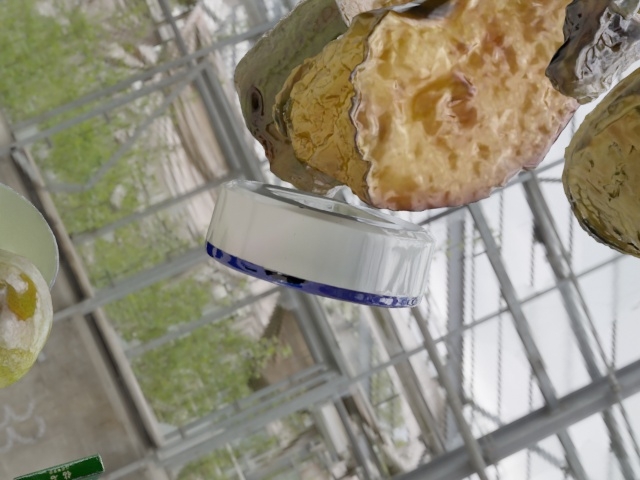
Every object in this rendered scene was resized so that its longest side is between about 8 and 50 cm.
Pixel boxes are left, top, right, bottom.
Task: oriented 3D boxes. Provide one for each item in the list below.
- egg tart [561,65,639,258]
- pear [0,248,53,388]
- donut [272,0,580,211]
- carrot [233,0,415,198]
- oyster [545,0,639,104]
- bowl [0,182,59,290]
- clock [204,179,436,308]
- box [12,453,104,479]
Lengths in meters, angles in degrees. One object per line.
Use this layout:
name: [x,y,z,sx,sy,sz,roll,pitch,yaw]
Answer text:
egg tart: [0.553,-0.073,1.345,0.443,0.443,0.178,77,14,-51]
pear: [-0.312,0.068,0.895,0.141,0.141,0.104,66,-20,-2]
donut: [0.095,-0.263,0.875,0.163,0.377,0.435,25,-48,67]
carrot: [0.051,-0.215,1.260,0.241,0.340,0.241,42,25,-25]
oyster: [0.199,-0.207,0.481,0.078,0.345,0.129,30,-10,30]
bowl: [-0.510,0.034,1.413,0.126,0.237,0.238,-42,-114,39]
clock: [0.000,0.000,1.003,0.230,0.230,0.083,-144,-115,-74]
box: [-0.421,0.389,1.513,0.235,0.132,0.034,-47,-120,54]
